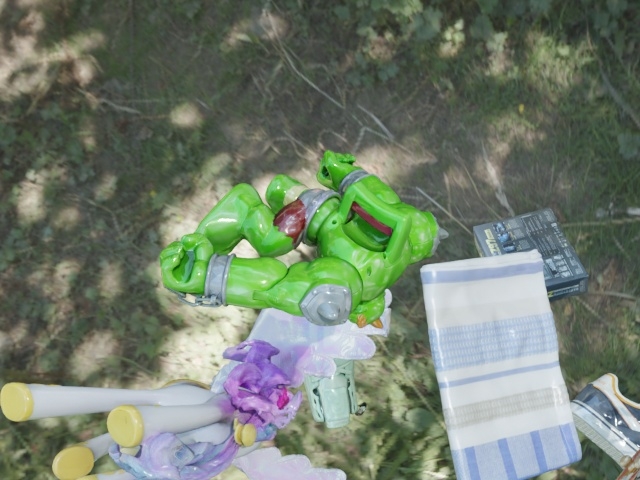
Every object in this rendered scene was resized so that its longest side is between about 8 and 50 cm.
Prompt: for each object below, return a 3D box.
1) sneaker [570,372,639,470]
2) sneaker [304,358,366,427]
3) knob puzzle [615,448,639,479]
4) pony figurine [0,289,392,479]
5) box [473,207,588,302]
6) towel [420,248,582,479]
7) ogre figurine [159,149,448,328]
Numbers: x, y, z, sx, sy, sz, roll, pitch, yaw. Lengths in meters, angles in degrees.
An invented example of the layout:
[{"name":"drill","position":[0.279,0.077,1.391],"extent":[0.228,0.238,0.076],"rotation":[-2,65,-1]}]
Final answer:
[{"name":"sneaker","position":[0.617,0.387,1.598],"extent":[0.321,0.126,0.127],"rotation":[45,76,4]},{"name":"sneaker","position":[0.025,0.179,1.203],"extent":[0.094,0.256,0.151],"rotation":[-12,67,-8]},{"name":"knob puzzle","position":[0.461,0.277,1.174],"extent":[0.030,0.213,0.213],"rotation":[42,92,15]},{"name":"pony figurine","position":[-0.100,0.193,0.934],"extent":[0.351,0.364,0.302],"rotation":[0,91,40]},{"name":"box","position":[0.455,0.040,1.869],"extent":[0.184,0.059,0.232],"rotation":[-14,42,0]},{"name":"towel","position":[0.227,0.156,1.060],"extent":[0.034,0.209,0.284],"rotation":[-20,77,55]},{"name":"ogre figurine","position":[0.000,0.000,0.559],"extent":[0.118,0.197,0.096],"rotation":[26,106,27]}]
